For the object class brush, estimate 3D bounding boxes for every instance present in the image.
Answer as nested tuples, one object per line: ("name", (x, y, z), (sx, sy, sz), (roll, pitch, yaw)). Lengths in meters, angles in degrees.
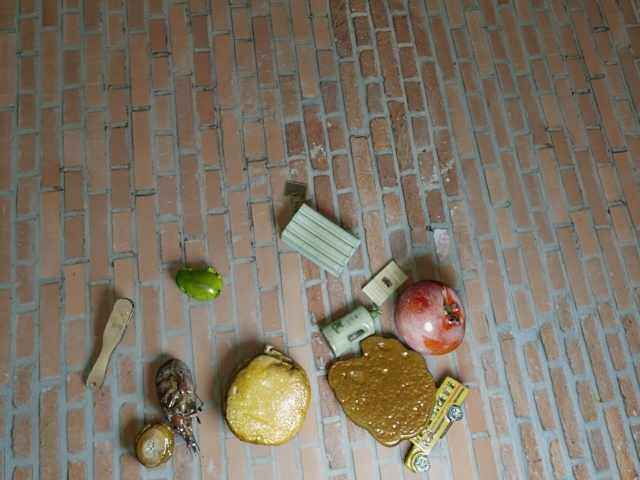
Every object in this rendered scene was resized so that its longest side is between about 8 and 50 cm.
("brush", (-0.728, 0.357, 1.755), (0.069, 0.065, 0.328), (20, 83, -6))

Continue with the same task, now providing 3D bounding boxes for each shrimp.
("shrimp", (-0.456, 0.563, 1.688), (0.145, 0.116, 0.343), (-21, 72, -9))

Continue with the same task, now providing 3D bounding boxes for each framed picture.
("framed picture", (-0.098, -0.197, 1.987), (0.089, 0.007, 0.066), (9, 75, -3))

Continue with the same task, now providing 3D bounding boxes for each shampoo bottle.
("shampoo bottle", (0.123, 0.312, 1.829), (0.234, 0.087, 0.118), (-30, 77, -13))

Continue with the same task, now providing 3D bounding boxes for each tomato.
("tomato", (0.383, 0.273, 1.788), (0.270, 0.227, 0.271), (21, 55, -33))

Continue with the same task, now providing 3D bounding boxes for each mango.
("mango", (-0.438, 0.156, 1.814), (0.178, 0.100, 0.119), (16, 38, 7))

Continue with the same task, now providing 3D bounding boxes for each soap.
("soap", (0.000, 0.000, 1.901), (0.265, 0.087, 0.160), (33, 75, 4))

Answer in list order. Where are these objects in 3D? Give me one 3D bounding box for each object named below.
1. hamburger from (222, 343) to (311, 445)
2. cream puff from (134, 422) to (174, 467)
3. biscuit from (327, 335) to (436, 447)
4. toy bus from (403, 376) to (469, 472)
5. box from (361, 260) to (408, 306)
("hamburger", (-0.180, 0.524, 1.700), (0.289, 0.170, 0.315), (22, 73, -3))
("cream puff", (-0.543, 0.674, 1.658), (0.126, 0.103, 0.144), (10, 74, 1))
("biscuit", (0.212, 0.512, 1.757), (0.380, 0.074, 0.359), (14, 63, 18))
("toy bus", (0.392, 0.641, 1.753), (0.123, 0.121, 0.336), (36, 74, 14))
("box", (0.246, 0.165, 1.914), (0.167, 0.024, 0.090), (-41, 82, -13))
